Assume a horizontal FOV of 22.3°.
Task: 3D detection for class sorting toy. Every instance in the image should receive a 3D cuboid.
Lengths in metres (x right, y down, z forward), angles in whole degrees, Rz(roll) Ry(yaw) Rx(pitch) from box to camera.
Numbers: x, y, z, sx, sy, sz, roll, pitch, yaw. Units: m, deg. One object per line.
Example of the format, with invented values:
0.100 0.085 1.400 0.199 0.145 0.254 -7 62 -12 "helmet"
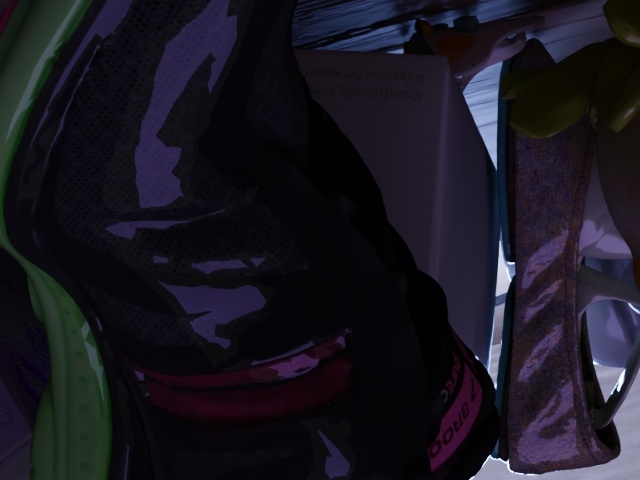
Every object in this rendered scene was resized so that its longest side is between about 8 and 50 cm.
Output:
0.092 -0.112 0.951 0.075 0.044 0.083 -18 171 -11 "sorting toy"

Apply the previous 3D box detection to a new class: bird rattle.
0.237 -0.065 0.945 0.254 0.206 0.143 -4 168 -26 "bird rattle"

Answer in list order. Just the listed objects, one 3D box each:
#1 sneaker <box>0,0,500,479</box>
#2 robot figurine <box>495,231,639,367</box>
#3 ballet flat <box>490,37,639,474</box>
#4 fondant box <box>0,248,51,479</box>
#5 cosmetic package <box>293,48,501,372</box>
-0.018 0.017 0.669 0.202 0.185 0.482 12 138 10 "sneaker"
0.288 -0.021 1.224 0.354 0.199 0.300 -16 -169 16 "robot figurine"
0.170 0.017 1.073 0.106 0.316 0.107 5 -149 13 "ballet flat"
-0.167 0.093 0.981 0.096 0.238 0.330 -39 155 7 "fondant box"
0.000 0.000 0.987 0.197 0.155 0.365 4 172 10 "cosmetic package"
